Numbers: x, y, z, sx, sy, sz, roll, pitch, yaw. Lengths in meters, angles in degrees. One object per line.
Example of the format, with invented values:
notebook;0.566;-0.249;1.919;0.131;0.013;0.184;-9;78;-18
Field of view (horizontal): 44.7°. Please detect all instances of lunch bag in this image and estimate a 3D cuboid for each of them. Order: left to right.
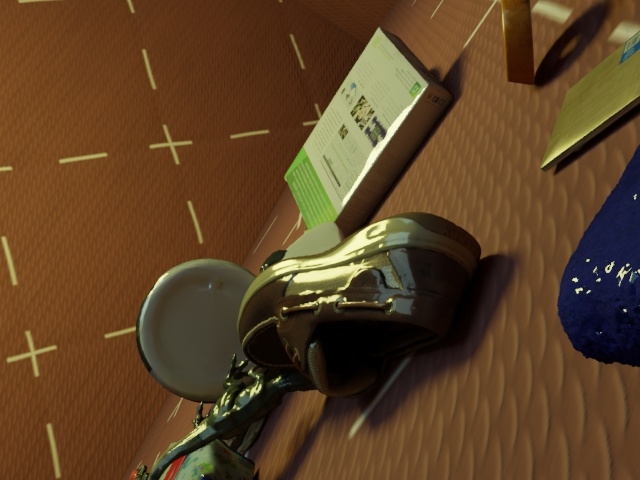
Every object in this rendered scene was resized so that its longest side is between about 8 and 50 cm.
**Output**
lunch bag;-0.150;0.329;0.931;0.151;0.096;0.129;-48;9;4

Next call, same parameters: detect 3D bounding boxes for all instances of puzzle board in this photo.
puzzle board;0.223;-0.115;0.601;0.096;0.011;0.128;-62;9;-31

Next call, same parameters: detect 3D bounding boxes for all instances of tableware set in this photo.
tableware set;-0.100;0.254;1.176;0.141;0.020;0.168;-49;13;53

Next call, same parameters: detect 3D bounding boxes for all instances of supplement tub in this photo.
supplement tub;-0.176;0.156;1.248;0.207;0.207;0.338;-61;0;-14

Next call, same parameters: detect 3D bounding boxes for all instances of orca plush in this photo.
orca plush;-0.002;0.084;1.102;0.151;0.102;0.287;-14;27;2

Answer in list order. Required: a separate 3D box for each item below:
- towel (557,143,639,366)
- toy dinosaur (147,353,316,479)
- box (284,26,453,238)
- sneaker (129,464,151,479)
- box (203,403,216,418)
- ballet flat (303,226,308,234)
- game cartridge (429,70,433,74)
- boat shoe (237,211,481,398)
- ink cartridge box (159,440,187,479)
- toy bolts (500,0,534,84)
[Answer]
towel;0.215;-0.050;0.229;0.227;0.076;0.308;-54;6;-14
toy dinosaur;-0.110;0.201;0.903;0.268;0.064;0.118;-36;18;-2
box;0.065;-0.164;1.287;0.322;0.059;0.232;-54;33;23
sneaker;-0.318;0.479;1.397;0.135;0.098;0.276;-62;6;-22
box;-0.188;0.326;1.420;0.116;0.029;0.162;-58;7;9
ballet flat;-0.010;-0.052;1.651;0.057;0.049;0.173;-52;10;43
game cartridge;0.134;-0.226;1.418;0.196;0.060;0.294;-51;10;22
boat shoe;0.011;0.088;0.742;0.342;0.123;0.123;-27;41;49
ink cartridge box;-0.211;0.379;1.178;0.134;0.078;0.231;-63;9;-22
toy bolts;0.258;-0.289;0.778;0.228;0.159;0.218;-80;-20;-44
